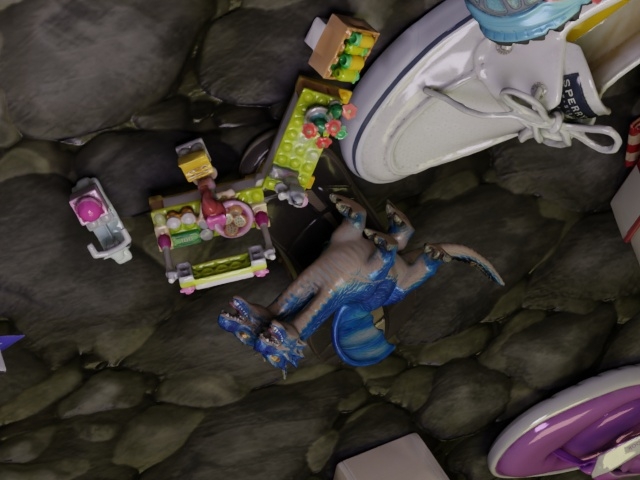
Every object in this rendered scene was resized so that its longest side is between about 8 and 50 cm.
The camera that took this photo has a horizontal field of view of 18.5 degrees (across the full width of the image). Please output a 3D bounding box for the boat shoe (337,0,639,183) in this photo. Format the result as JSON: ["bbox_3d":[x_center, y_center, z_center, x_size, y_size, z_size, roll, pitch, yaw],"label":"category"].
[{"bbox_3d":[0.189,-0.133,1.593,0.367,0.156,0.136,-34,144,8],"label":"boat shoe"}]

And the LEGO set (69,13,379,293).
[{"bbox_3d":[-0.052,-0.049,1.554,0.287,0.107,0.132,-32,119,9],"label":"LEGO set"}]

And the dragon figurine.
[{"bbox_3d":[0.032,0.046,1.642,0.289,0.085,0.144,5,123,-57],"label":"dragon figurine"}]

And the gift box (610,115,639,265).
[{"bbox_3d":[0.440,-0.031,1.795,0.255,0.258,0.276,-10,156,-20],"label":"gift box"}]

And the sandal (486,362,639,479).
[{"bbox_3d":[0.386,0.214,2.215,0.416,0.102,0.169,-9,141,-24],"label":"sandal"}]

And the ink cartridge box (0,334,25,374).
[{"bbox_3d":[-0.363,0.136,1.595,0.206,0.045,0.208,-30,166,19],"label":"ink cartridge box"}]

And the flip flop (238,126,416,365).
[{"bbox_3d":[0.000,0.000,1.718,0.112,0.080,0.277,-31,129,-2],"label":"flip flop"}]

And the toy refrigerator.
[{"bbox_3d":[0.061,0.331,2.162,0.102,0.094,0.269,-19,146,-23],"label":"toy refrigerator"}]

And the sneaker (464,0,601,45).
[{"bbox_3d":[0.208,-0.264,1.484,0.262,0.104,0.125,-41,127,-1],"label":"sneaker"}]
